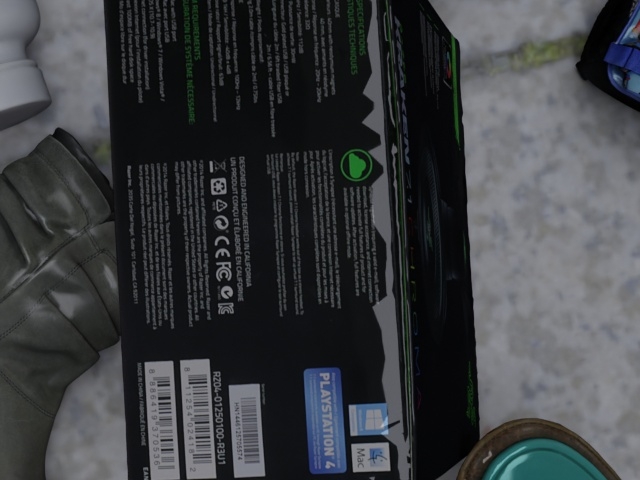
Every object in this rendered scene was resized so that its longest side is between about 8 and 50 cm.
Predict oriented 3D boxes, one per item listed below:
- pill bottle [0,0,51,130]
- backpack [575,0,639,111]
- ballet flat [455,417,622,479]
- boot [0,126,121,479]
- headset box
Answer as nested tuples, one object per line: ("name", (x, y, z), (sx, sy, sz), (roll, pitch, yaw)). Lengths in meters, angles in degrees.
("pill bottle", (-0.212, -0.143, 0.859), (0.094, 0.094, 0.169), (-22, 89, -8))
("backpack", (0.255, -0.137, 0.891), (0.158, 0.117, 0.173), (29, 95, -3))
("ballet flat", (0.160, 0.239, 0.860), (0.116, 0.124, 0.342), (-33, 101, -2))
("boot", (-0.148, 0.070, 0.864), (0.161, 0.083, 0.247), (-25, 91, -13))
("headset box", (0.000, 0.000, 0.789), (0.131, 0.283, 0.246), (-4, 85, 11))
